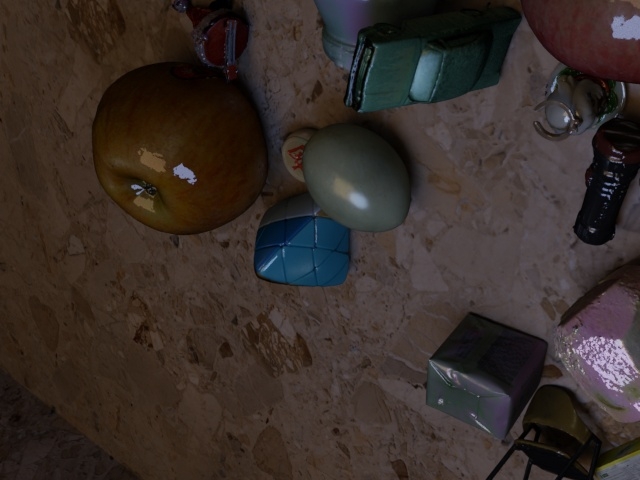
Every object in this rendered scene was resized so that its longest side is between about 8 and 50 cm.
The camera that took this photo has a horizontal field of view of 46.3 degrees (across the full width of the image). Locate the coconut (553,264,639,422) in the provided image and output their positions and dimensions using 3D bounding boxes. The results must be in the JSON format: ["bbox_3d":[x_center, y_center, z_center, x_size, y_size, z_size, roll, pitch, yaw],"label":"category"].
[{"bbox_3d":[0.537,0.190,1.271,0.245,0.233,0.233,50,138,8],"label":"coconut"}]

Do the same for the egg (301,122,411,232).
[{"bbox_3d":[0.072,-0.123,1.488,0.253,0.186,0.186,43,137,9],"label":"egg"}]

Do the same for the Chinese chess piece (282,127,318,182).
[{"bbox_3d":[-0.027,-0.184,1.632,0.122,0.051,0.122,22,130,28],"label":"Chinese chess piece"}]

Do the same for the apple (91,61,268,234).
[{"bbox_3d":[-0.324,-0.198,1.671,0.401,0.334,0.400,22,129,30],"label":"apple"}]

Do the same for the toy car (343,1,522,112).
[{"bbox_3d":[0.186,-0.287,1.184,0.097,0.321,0.141,48,142,33],"label":"toy car"}]

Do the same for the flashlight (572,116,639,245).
[{"bbox_3d":[0.467,-0.088,1.226,0.093,0.093,0.231,29,145,23],"label":"flashlight"}]

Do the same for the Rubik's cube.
[{"bbox_3d":[0.000,0.000,1.677,0.255,0.254,0.254,22,130,29],"label":"Rubik's cube"}]

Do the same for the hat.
[{"bbox_3d":[-0.247,-0.459,1.614,0.227,0.129,0.140,45,163,33],"label":"hat"}]

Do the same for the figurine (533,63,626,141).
[{"bbox_3d":[0.392,-0.210,1.178,0.132,0.154,0.132,22,130,29],"label":"figurine"}]

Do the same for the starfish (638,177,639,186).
[{"bbox_3d":[0.616,-0.146,1.072,0.327,0.094,0.375,49,146,2],"label":"starfish"}]

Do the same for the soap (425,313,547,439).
[{"bbox_3d":[0.336,0.272,1.526,0.182,0.199,0.138,19,126,30],"label":"soap"}]

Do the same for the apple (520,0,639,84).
[{"bbox_3d":[0.419,-0.357,0.927,0.345,0.344,0.269,24,154,27],"label":"apple"}]

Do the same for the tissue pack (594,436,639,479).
[{"bbox_3d":[0.640,0.450,1.487,0.095,0.062,0.176,47,138,8],"label":"tissue pack"}]

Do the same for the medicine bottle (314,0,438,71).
[{"bbox_3d":[0.092,-0.444,1.217,0.245,0.245,0.289,21,139,29],"label":"medicine bottle"}]

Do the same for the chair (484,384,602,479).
[{"bbox_3d":[0.468,0.449,1.539,0.172,0.246,0.159,48,154,-23],"label":"chair"}]
